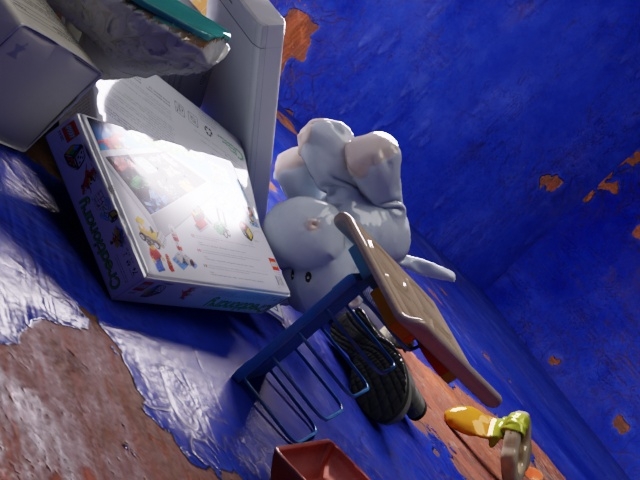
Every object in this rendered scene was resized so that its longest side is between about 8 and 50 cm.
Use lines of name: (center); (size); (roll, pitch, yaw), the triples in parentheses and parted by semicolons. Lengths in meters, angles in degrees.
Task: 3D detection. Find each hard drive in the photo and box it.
hard drive: (-0.124, -0.204, 1.748); (0.047, 0.353, 0.233); (-8, 37, -21)

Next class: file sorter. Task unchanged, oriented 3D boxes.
file sorter: (0.013, 0.128, 1.296); (0.104, 0.170, 0.118); (50, 9, 9)

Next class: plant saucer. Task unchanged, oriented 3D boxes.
plant saucer: (0.061, 0.290, 1.079); (0.258, 0.048, 0.259); (44, 3, 13)

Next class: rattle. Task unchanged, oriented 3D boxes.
rattle: (0.298, 0.364, 2.019); (0.200, 0.142, 0.130); (61, 24, -60)

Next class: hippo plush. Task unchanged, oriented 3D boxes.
hippo plush: (0.000, 0.000, 1.674); (0.234, 0.236, 0.294); (3, -53, 40)

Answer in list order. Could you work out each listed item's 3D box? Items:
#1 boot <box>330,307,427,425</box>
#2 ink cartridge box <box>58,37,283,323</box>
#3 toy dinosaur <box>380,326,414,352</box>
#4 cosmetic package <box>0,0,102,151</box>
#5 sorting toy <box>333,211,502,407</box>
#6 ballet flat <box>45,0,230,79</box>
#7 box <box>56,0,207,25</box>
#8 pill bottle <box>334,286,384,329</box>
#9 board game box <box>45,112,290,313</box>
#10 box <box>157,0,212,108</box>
boot: (0.109, 0.207, 1.696); (0.161, 0.083, 0.246); (48, 8, -31)
ink cartridge box: (-0.192, -0.072, 1.475); (0.324, 0.071, 0.330); (38, 29, -45)
toy dinosaur: (0.101, 0.142, 1.997); (0.118, 0.064, 0.268); (55, 14, 11)
cosmetic package: (-0.385, -0.252, 1.262); (0.296, 0.129, 0.153); (50, 8, 26)
sorting toy: (0.099, 0.079, 1.284); (0.193, 0.038, 0.208); (44, 8, -40)
ballet flat: (-0.260, -0.264, 1.367); (0.409, 0.147, 0.147); (38, 3, 32)
box: (-0.338, -0.410, 1.897); (0.168, 0.215, 0.345); (51, 11, 28)
pill bottle: (0.033, 0.076, 1.855); (0.169, 0.094, 0.094); (38, 12, -43)
board game box: (-0.156, -0.021, 1.302); (0.305, 0.053, 0.193); (14, 48, -63)
box: (-0.260, -0.287, 1.759); (0.182, 0.119, 0.181); (48, -32, 14)
